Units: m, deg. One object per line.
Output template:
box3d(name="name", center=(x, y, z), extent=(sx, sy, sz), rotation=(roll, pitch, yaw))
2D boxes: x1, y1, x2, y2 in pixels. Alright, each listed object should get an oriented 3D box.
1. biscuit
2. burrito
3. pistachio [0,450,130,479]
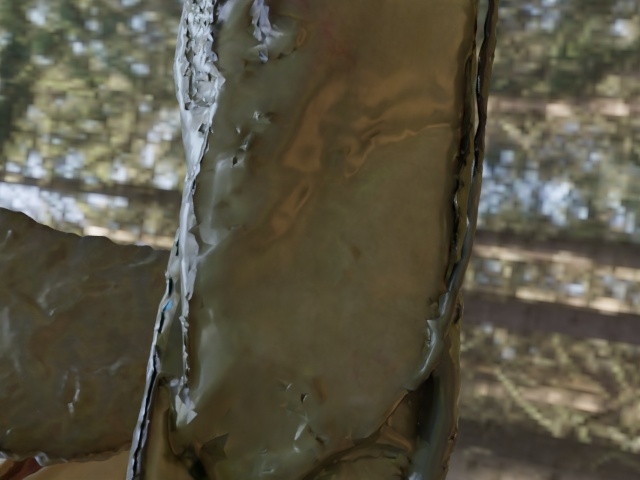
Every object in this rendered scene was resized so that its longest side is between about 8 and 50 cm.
box3d(name="biscuit", center=(-0.145, 0.042, 0.796), extent=(0.032, 0.250, 0.133), rotation=(96, -167, -56))
box3d(name="burrito", center=(-0.001, -0.036, 0.349), extent=(0.058, 0.063, 0.229), rotation=(25, -114, -47))
box3d(name="pistachio", center=(-0.192, 0.233, 1.222), extent=(0.299, 0.187, 0.187), rotation=(-44, -51, -44))
